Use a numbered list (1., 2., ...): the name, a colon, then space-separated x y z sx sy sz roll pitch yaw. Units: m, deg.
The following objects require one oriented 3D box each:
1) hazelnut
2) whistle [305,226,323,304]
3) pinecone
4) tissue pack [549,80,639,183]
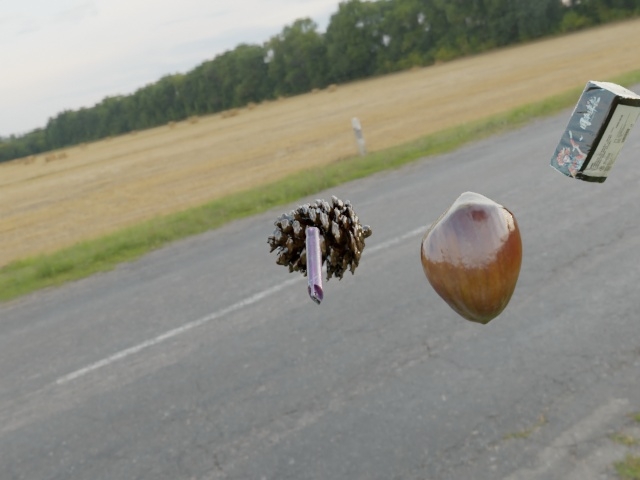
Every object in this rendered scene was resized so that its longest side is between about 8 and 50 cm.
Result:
1. hazelnut: 0.262 0.031 1.322 0.181 0.181 0.212 -50 -3 -1
2. whistle: -0.012 0.049 1.596 0.033 0.033 0.176 -11 54 12
3. pinecone: 0.000 0.000 2.006 0.272 0.224 0.224 -7 10 -6
4. tissue pack: 0.493 -0.193 1.398 0.103 0.170 0.090 -1 31 -38
